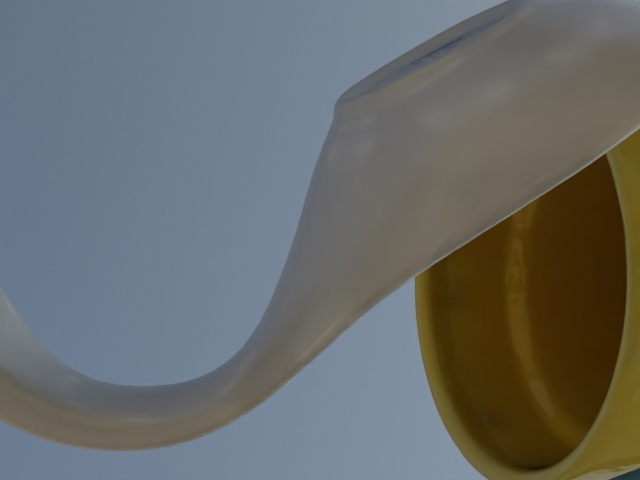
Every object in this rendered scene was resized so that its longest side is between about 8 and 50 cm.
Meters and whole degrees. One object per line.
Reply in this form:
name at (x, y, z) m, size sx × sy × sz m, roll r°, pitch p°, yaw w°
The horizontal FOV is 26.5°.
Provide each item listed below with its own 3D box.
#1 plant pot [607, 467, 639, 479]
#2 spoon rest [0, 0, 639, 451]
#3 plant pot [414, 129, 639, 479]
plant pot at (0.099, 0.182, 0.353) m, size 0.196 × 0.293 × 0.293 m, roll 5°, pitch -60°, yaw 27°
spoon rest at (0.000, 0.000, 0.451) m, size 0.276 × 0.137 × 0.084 m, roll -24°, pitch -79°, yaw 19°
plant pot at (0.218, 0.024, 0.846) m, size 0.239 × 0.254 × 0.254 m, roll 2°, pitch -63°, yaw -24°
